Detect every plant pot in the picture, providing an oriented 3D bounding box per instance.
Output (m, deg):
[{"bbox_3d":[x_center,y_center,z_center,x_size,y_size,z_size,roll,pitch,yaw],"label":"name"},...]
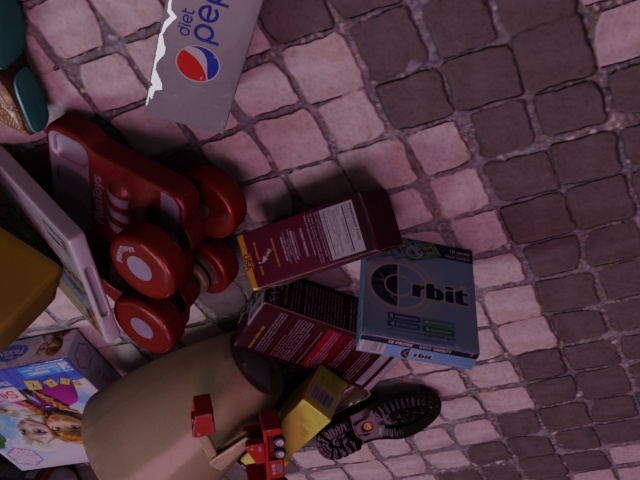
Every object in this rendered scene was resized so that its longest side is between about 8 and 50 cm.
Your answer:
[{"bbox_3d":[-0.199,0.277,1.362,0.274,0.256,0.256,-38,123,18],"label":"plant pot"},{"bbox_3d":[-0.497,0.076,1.117,0.212,0.187,0.212,35,156,-8],"label":"plant pot"}]

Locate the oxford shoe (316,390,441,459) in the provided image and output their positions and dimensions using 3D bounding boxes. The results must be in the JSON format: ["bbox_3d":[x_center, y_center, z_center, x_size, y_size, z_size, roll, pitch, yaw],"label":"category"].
[{"bbox_3d":[0.099,0.305,1.461,0.227,0.096,0.083,-15,100,-1],"label":"oxford shoe"}]

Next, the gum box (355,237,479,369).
[{"bbox_3d":[0.131,0.078,1.131,0.156,0.184,0.041,10,136,-5],"label":"gum box"}]

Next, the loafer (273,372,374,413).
[{"bbox_3d":[-0.008,0.285,1.436,0.251,0.087,0.094,-28,127,31],"label":"loafer"}]

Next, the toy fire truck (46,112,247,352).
[{"bbox_3d":[-0.254,-0.007,1.125,0.253,0.169,0.302,29,139,13],"label":"toy fire truck"}]

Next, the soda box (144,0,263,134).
[{"bbox_3d":[-0.112,-0.252,0.875,0.098,0.091,0.286,14,137,-10],"label":"soda box"}]

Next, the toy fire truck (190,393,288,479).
[{"bbox_3d":[-0.121,0.312,1.256,0.135,0.047,0.192,-7,121,-9],"label":"toy fire truck"}]

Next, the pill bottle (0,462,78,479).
[{"bbox_3d":[-0.702,0.564,1.719,0.362,0.210,0.210,3,137,4],"label":"pill bottle"}]

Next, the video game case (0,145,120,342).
[{"bbox_3d":[-0.356,0.006,1.116,0.227,0.026,0.206,39,149,33],"label":"video game case"}]

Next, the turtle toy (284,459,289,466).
[{"bbox_3d":[-0.098,0.379,1.561,0.130,0.066,0.095,-24,129,28],"label":"turtle toy"}]

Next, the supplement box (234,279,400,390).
[{"bbox_3d":[0.001,0.142,1.294,0.239,0.073,0.130,21,135,-16],"label":"supplement box"}]

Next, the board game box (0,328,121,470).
[{"bbox_3d":[-0.501,0.303,1.525,0.318,0.066,0.318,-12,134,18],"label":"board game box"}]

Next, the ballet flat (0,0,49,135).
[{"bbox_3d":[-0.375,-0.210,0.969,0.067,0.073,0.206,14,135,13],"label":"ballet flat"}]

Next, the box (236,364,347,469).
[{"bbox_3d":[-0.048,0.297,1.339,0.058,0.087,0.232,38,131,-4],"label":"box"}]

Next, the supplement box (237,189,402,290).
[{"bbox_3d":[0.000,0.000,1.106,0.188,0.081,0.104,-19,176,24],"label":"supplement box"}]
